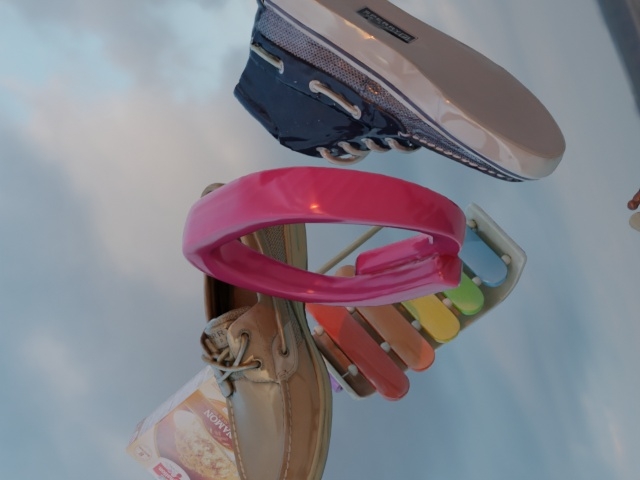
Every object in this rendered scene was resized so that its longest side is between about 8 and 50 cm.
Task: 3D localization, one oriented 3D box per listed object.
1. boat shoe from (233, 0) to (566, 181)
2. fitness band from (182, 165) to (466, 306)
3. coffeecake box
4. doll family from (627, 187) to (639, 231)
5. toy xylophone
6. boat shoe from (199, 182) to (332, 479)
[{"bbox_3d":[0.065,-0.124,1.137,0.340,0.158,0.127,39,-143,20],"label":"boat shoe"},{"bbox_3d":[0.000,0.000,1.021,0.209,0.291,0.054,18,-109,-24],"label":"fitness band"},{"bbox_3d":[-0.154,0.270,1.639,0.142,0.185,0.068,44,-158,-12],"label":"coffeecake box"},{"bbox_3d":[0.283,-0.080,0.836,0.076,0.193,0.111,47,-141,-15],"label":"doll family"},{"bbox_3d":[0.097,0.067,1.548,0.236,0.323,0.081,39,159,25],"label":"toy xylophone"},{"bbox_3d":[-0.074,0.106,1.193,0.110,0.122,0.341,15,-122,-43],"label":"boat shoe"}]
